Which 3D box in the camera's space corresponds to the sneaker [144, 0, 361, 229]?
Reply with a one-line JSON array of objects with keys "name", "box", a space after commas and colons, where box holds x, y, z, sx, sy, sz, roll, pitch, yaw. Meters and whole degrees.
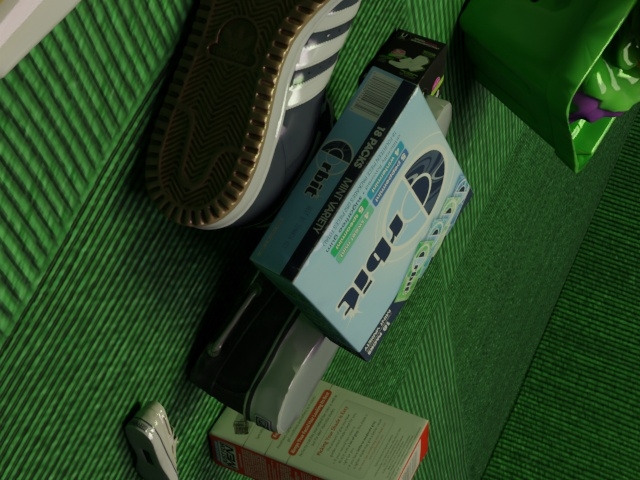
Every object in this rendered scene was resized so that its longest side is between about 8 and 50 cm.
[{"name": "sneaker", "box": [-0.014, -0.134, 0.931, 0.282, 0.099, 0.153, -65, 159, 2]}]

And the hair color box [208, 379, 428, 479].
[{"name": "hair color box", "box": [-0.001, 0.174, 1.197, 0.093, 0.167, 0.053, -57, 157, -36]}]

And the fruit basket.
[{"name": "fruit basket", "box": [0.378, -0.249, 1.476, 0.392, 0.392, 0.283, -66, 163, -10]}]

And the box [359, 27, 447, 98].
[{"name": "box", "box": [0.075, -0.142, 1.267, 0.083, 0.052, 0.062, -54, 157, -38]}]

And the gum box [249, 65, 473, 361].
[{"name": "gum box", "box": [0.036, -0.012, 0.983, 0.157, 0.041, 0.184, -58, 153, -9]}]

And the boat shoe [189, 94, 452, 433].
[{"name": "boat shoe", "box": [0.000, 0.002, 1.121, 0.306, 0.105, 0.113, -60, 165, -8]}]

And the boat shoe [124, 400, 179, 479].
[{"name": "boat shoe", "box": [-0.121, 0.155, 1.044, 0.035, 0.035, 0.100, -55, 151, -32]}]

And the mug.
[{"name": "mug", "box": [-0.156, -0.111, 0.628, 0.064, 0.078, 0.062, -56, -167, -12]}]
